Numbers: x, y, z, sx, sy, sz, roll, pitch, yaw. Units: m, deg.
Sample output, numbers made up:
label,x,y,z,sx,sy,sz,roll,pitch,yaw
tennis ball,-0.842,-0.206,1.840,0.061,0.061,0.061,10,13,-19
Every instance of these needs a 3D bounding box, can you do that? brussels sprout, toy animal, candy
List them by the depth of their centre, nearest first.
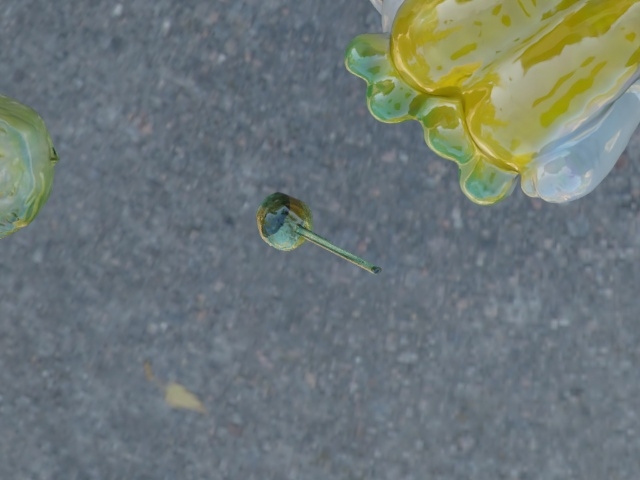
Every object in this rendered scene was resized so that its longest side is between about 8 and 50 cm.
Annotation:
label,x,y,z,sx,sy,sz,roll,pitch,yaw
toy animal,0.134,-0.147,0.675,0.310,0.247,0.183,18,132,35
brussels sprout,-0.327,-0.084,1.383,0.149,0.122,0.152,-26,110,15
candy,0.000,0.000,1.394,0.061,0.202,0.061,-11,111,-29
